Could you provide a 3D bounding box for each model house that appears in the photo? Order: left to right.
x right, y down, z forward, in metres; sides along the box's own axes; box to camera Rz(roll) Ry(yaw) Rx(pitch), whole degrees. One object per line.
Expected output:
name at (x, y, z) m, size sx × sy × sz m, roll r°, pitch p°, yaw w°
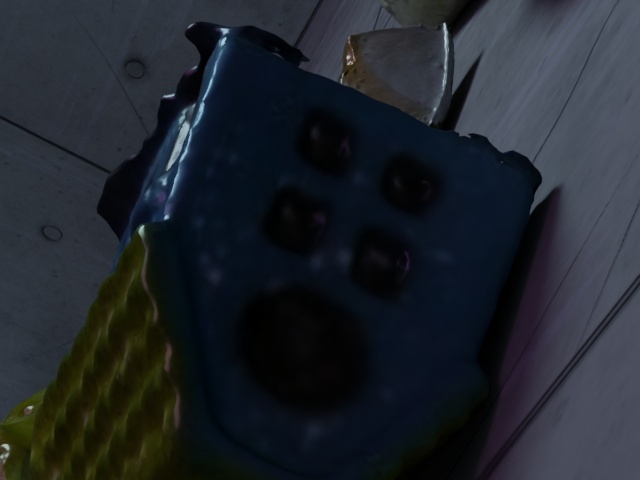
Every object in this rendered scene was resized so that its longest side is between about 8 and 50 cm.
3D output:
model house at (-0.037, 0.079, 0.889) m, size 0.237 × 0.216 × 0.303 m, roll 126°, pitch 164°, yaw -50°

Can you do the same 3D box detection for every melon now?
melon at (0.045, -0.077, 1.323) m, size 0.139 × 0.093 × 0.202 m, roll -102°, pitch 32°, yaw -67°

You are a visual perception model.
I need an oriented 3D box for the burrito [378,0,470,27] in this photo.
burrito at (0.131, -0.295, 1.450) m, size 0.143 × 0.105 × 0.299 m, roll -62°, pitch 4°, yaw -24°

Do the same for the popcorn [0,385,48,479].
popcorn at (-0.266, 0.265, 1.549) m, size 0.321 × 0.290 × 0.325 m, roll 133°, pitch 144°, yaw -59°
